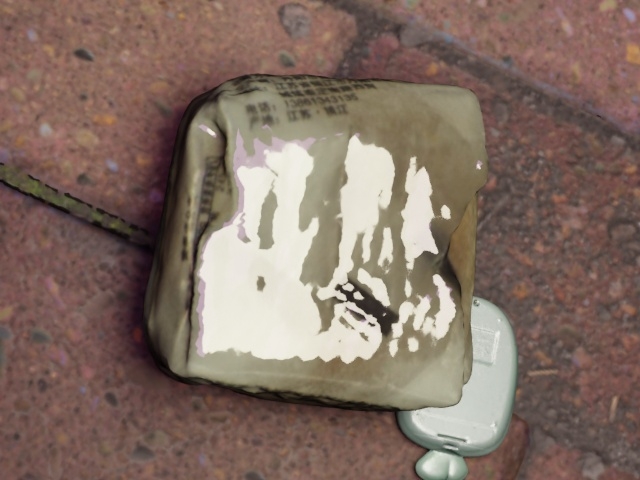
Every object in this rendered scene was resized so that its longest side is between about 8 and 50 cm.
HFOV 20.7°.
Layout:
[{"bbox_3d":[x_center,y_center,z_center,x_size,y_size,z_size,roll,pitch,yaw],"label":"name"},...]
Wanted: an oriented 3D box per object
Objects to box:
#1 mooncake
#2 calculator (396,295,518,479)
[{"bbox_3d":[-0.002,0.000,1.327,0.254,0.136,0.250,7,82,-15],"label":"mooncake"},{"bbox_3d":[0.109,0.119,1.392,0.095,0.021,0.153,14,77,-9],"label":"calculator"}]
